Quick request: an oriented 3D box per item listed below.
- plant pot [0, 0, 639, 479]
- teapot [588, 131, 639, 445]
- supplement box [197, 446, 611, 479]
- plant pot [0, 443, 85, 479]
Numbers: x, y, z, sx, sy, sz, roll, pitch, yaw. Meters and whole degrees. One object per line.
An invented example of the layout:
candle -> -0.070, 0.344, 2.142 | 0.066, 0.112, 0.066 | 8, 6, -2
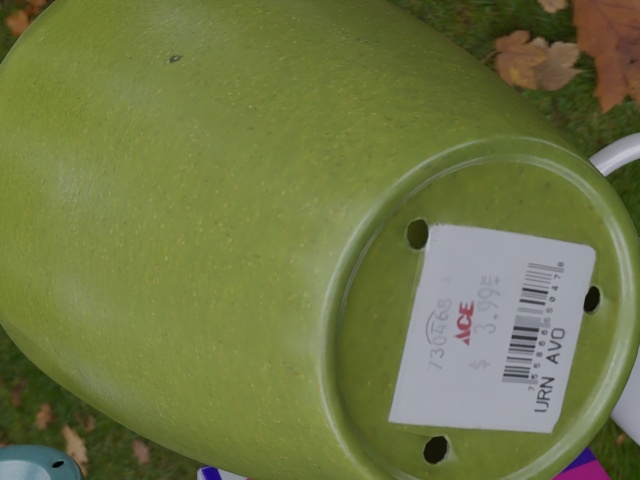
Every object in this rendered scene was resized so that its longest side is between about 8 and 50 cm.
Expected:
plant pot -> 0.000, 0.000, 0.522 | 0.293, 0.274, 0.275 | -156, 65, -62
teapot -> 0.295, 0.050, 0.716 | 0.252, 0.256, 0.187 | 39, 115, 32
supplement box -> 0.048, 0.171, 0.678 | 0.114, 0.220, 0.111 | 96, 151, -47
plant pot -> -0.268, 0.336, 1.020 | 0.271, 0.272, 0.255 | -3, 118, 22
